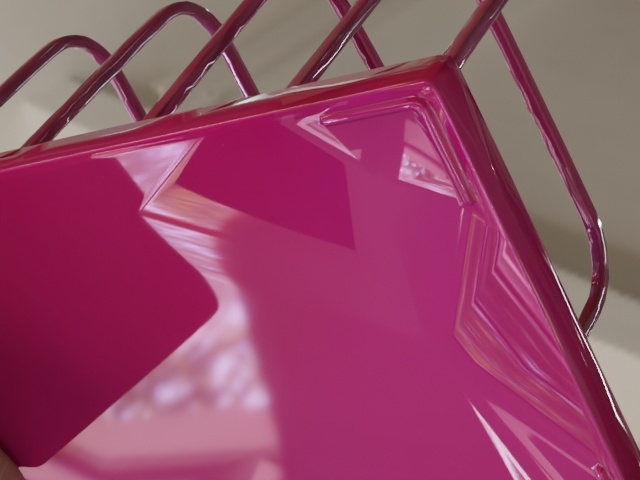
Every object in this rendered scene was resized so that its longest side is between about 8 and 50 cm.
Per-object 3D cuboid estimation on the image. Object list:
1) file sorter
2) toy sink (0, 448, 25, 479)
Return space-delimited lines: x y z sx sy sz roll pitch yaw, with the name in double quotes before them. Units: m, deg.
"file sorter" 0.000 0.000 0.764 0.291 0.202 0.182 -9 -150 37
"toy sink" -0.258 0.077 0.741 0.153 0.234 0.131 -30 -159 26
